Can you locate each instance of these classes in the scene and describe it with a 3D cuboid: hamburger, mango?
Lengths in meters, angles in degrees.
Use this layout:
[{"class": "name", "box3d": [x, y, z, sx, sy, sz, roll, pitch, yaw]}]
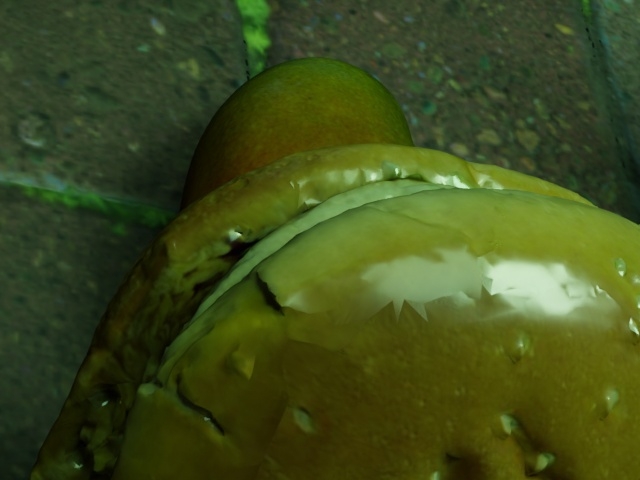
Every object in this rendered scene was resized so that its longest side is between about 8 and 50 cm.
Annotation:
[{"class": "hamburger", "box3d": [0.047, 0.113, 0.793, 0.314, 0.290, 0.170, 11, 15, -24]}, {"class": "mango", "box3d": [-0.005, 0.000, 0.971, 0.146, 0.129, 0.289, 9, 41, -16]}]
